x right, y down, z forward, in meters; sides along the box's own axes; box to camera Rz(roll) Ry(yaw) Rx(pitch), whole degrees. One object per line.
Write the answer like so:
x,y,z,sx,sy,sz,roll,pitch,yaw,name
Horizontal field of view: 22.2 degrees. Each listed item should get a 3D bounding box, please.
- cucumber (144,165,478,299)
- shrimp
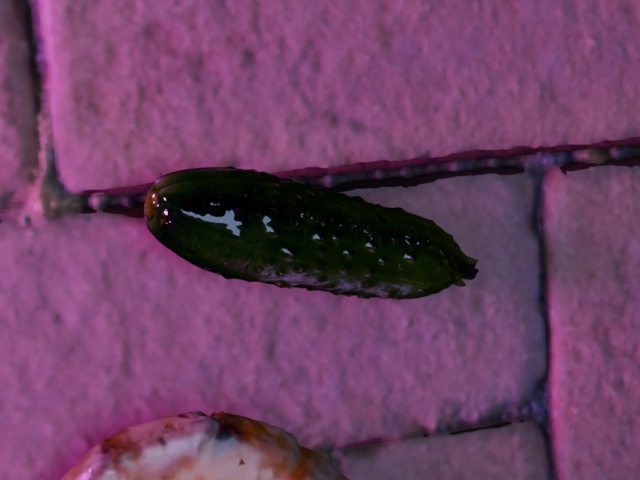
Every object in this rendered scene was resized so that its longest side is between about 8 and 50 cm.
0.000,0.000,0.974,0.227,0.069,0.069,11,87,-31,cucumber
-0.027,0.256,0.972,0.233,0.071,0.365,-48,112,-8,shrimp
